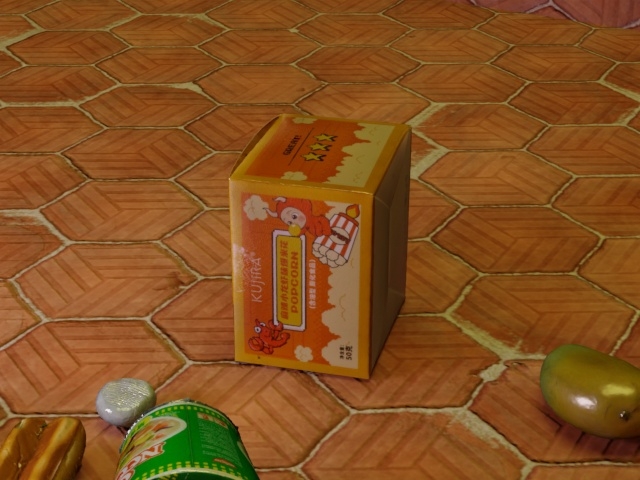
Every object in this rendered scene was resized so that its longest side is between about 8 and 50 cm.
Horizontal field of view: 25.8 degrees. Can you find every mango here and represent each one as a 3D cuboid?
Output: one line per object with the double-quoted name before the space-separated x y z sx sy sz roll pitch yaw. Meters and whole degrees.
"mango" 0.352 0.189 1.783 0.130 0.092 0.195 -6 22 -10

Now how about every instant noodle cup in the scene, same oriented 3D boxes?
"instant noodle cup" -0.141 0.286 1.485 0.207 0.207 0.233 -3 17 -7

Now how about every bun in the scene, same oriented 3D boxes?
"bun" -0.248 0.209 1.777 0.083 0.045 0.083 0 29 0

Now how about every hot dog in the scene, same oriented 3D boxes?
"hot dog" -0.344 0.287 1.583 0.115 0.072 0.269 6 28 9

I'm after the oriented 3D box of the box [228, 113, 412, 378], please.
"box" 0.000 0.000 1.943 0.214 0.283 0.259 6 26 14
